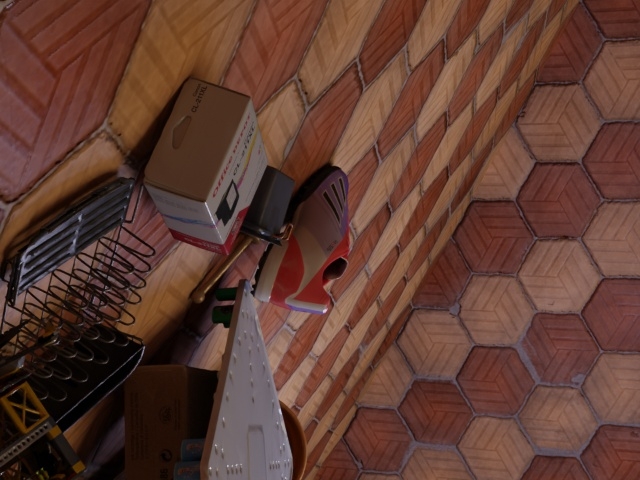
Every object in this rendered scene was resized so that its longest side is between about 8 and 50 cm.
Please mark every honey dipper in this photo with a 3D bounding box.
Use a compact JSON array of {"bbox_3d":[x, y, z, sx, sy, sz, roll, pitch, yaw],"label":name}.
[{"bbox_3d":[-0.123,0.027,1.630,0.160,0.030,0.030,-51,166,-23],"label":"honey dipper"}]

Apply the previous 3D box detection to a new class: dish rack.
[{"bbox_3d":[-0.243,0.071,1.176,0.208,0.074,0.271,-45,160,-51],"label":"dish rack"}]

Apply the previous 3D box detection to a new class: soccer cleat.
[{"bbox_3d":[0.000,0.000,1.777,0.318,0.117,0.108,-60,171,-52],"label":"soccer cleat"}]

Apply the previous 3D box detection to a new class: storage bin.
[{"bbox_3d":[-0.077,-0.049,1.503,0.135,0.098,0.091,21,90,-77],"label":"storage bin"}]

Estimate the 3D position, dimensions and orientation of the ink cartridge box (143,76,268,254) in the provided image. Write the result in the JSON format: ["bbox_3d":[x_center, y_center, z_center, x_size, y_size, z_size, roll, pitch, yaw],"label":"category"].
[{"bbox_3d":[-0.118,-0.075,1.255,0.175,0.072,0.127,80,31,-72],"label":"ink cartridge box"}]

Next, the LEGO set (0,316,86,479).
[{"bbox_3d":[-0.356,0.184,0.914,0.255,0.192,0.331,-31,-177,37],"label":"LEGO set"}]

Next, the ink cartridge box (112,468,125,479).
[{"bbox_3d":[-0.239,0.438,1.707,0.092,0.219,0.160,-45,176,33],"label":"ink cartridge box"}]

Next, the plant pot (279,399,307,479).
[{"bbox_3d":[-0.138,0.365,2.040,0.205,0.205,0.188,-55,-177,-13],"label":"plant pot"}]

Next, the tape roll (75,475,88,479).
[{"bbox_3d":[-0.367,0.430,1.488,0.286,0.100,0.286,-54,167,-19],"label":"tape roll"}]

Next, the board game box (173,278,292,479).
[{"bbox_3d":[-0.111,0.319,1.650,0.390,0.050,0.389,-83,165,-54],"label":"board game box"}]

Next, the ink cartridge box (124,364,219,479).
[{"bbox_3d":[-0.196,0.289,1.590,0.193,0.088,0.234,51,37,-77],"label":"ink cartridge box"}]
